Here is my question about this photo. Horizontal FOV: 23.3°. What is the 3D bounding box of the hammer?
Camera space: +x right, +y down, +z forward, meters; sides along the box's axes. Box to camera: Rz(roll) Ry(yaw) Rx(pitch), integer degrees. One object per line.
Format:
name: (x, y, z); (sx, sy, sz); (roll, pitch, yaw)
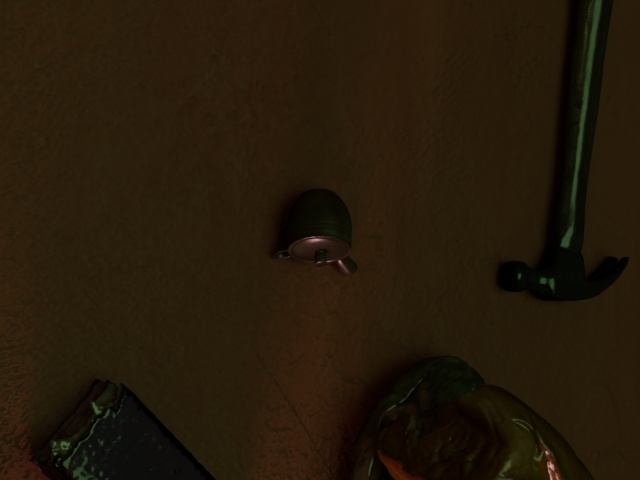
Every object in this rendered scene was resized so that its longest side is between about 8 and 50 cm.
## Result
hammer: (0.303, -0.146, 1.802); (0.168, 0.044, 0.440); (9, 86, -31)

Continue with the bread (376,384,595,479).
bread: (0.214, 0.278, 1.620); (0.149, 0.195, 0.344); (-50, 130, -17)

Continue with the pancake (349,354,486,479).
pancake: (0.119, 0.243, 1.688); (0.241, 0.050, 0.242); (-10, 106, -38)

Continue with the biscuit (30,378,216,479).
biscuit: (-0.164, 0.248, 1.496); (0.252, 0.070, 0.106); (49, 66, -22)

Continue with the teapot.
teapot: (0.000, 0.000, 1.616); (0.110, 0.085, 0.080); (43, 41, -55)
